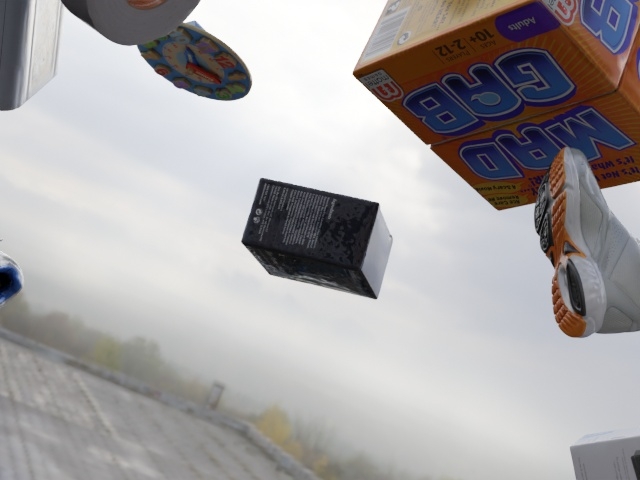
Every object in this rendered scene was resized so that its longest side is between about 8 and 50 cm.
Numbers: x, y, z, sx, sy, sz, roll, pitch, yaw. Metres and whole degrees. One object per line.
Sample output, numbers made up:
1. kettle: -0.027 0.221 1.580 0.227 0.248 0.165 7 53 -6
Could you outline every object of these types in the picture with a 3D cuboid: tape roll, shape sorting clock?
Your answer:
1. tape roll: -0.233 -0.363 1.339 0.072 0.219 0.219 37 2 28
2. shape sorting clock: -0.208 -0.290 1.713 0.206 0.040 0.206 16 -25 8

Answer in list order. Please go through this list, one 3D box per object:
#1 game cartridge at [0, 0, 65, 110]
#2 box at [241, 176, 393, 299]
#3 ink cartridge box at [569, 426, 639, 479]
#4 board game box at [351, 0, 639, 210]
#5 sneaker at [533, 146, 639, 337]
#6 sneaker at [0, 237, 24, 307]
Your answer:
1. game cartridge: -0.402 -0.305 1.445 0.062 0.198 0.297 13 19 -7
2. box: 0.000 0.000 1.338 0.158 0.093 0.156 12 -14 15
3. ink cartridge box: 0.359 0.221 1.077 0.180 0.060 0.104 -14 -9 21
4. board game box: 0.339 -0.311 1.553 0.356 0.356 0.356 39 -29 -26
5. sneaker: 0.338 0.004 1.272 0.121 0.262 0.099 5 -31 -10
6. sneaker: -0.647 0.056 1.704 0.236 0.130 0.323 11 7 40
